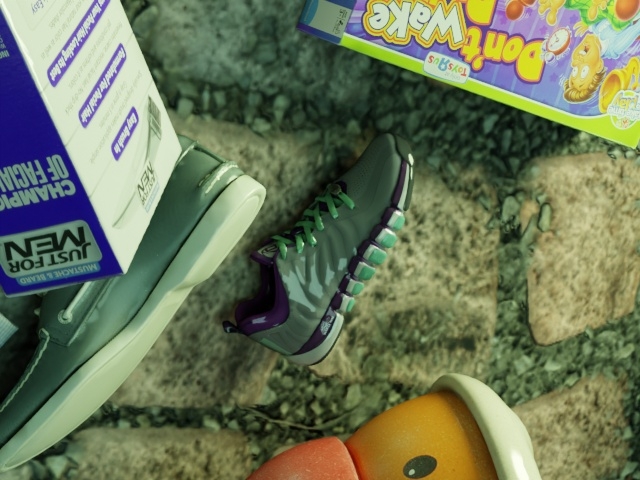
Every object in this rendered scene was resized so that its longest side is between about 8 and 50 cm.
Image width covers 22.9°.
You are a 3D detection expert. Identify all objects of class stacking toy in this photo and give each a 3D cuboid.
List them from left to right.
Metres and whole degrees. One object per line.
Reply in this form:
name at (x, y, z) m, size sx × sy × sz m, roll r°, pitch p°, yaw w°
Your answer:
stacking toy at (-0.048, 0.318, 1.368) m, size 0.480 × 0.350 × 0.350 m, roll -8°, pitch 112°, yaw -11°

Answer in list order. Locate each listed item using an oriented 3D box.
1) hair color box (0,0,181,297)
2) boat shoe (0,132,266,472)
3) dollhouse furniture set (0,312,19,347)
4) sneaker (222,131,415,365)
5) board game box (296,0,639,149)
hair color box at (-0.221, -0.151, 1.119) m, size 0.110 × 0.185 × 0.339 m, roll -13°, pitch 119°, yaw 18°
boat shoe at (-0.181, 0.050, 1.299) m, size 0.099 × 0.116 × 0.319 m, roll 41°, pitch 93°, yaw 9°
dollhouse furniture set at (-0.309, 0.053, 1.145) m, size 0.286 × 0.198 × 0.303 m, roll -46°, pitch 124°, yaw -8°
sneaker at (0.000, 0.000, 1.374) m, size 0.098 × 0.083 × 0.223 m, roll 22°, pitch 97°, yaw -29°
board game box at (0.176, -0.239, 1.387) m, size 0.347 × 0.078 × 0.233 m, roll 15°, pitch 100°, yaw -33°
